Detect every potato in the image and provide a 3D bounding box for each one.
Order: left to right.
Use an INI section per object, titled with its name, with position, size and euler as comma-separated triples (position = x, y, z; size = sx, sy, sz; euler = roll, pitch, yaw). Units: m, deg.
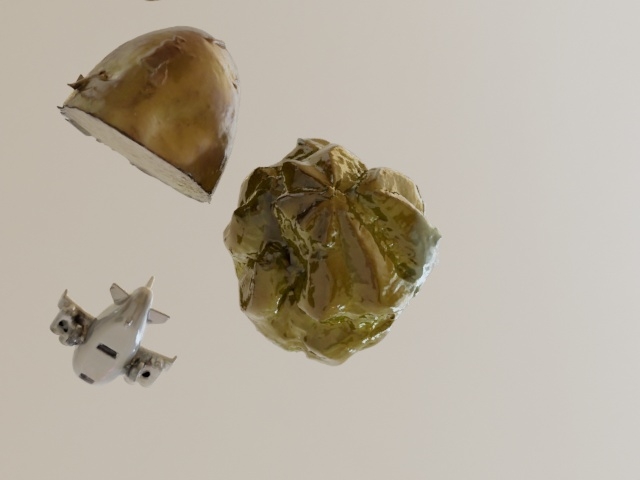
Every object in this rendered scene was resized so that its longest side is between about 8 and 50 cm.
[potato]
position = -0.237, -0.233, 2.085
size = 0.301, 0.237, 0.289
euler = 33, 172, -17

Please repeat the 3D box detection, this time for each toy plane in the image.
[toy plane]
position = -0.376, 0.171, 2.416
size = 0.245, 0.245, 0.117
euler = 38, -151, -15

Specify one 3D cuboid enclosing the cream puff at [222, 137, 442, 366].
[cream puff]
position = 0.000, 0.000, 2.088
size = 0.378, 0.378, 0.275
euler = 46, -170, 24
